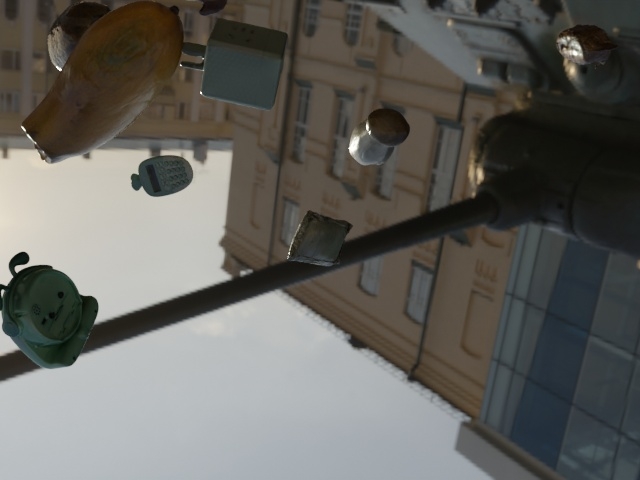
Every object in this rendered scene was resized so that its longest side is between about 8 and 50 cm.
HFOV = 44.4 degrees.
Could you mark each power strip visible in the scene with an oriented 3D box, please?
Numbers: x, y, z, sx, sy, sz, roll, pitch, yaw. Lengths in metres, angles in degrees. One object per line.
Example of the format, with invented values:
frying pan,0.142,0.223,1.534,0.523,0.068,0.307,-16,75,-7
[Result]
power strip,-0.195,-0.392,1.719,0.224,0.139,0.140,12,-142,-4

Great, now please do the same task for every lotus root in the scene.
lotus root,-0.495,-0.424,1.650,0.128,0.145,0.260,5,176,-32

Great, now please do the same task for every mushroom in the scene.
mushroom,0.147,-0.269,2.086,0.128,0.128,0.350,6,175,-8

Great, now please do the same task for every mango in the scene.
mango,-0.367,-0.266,1.342,0.144,0.359,0.187,52,-159,10

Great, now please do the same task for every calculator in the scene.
calculator,-0.369,-0.149,1.820,0.153,0.095,0.021,-11,-160,12

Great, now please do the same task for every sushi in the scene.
sushi,0.372,-0.274,1.087,0.060,0.061,0.118,-18,-143,-3

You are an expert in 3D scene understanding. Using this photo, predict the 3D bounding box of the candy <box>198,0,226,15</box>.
candy,-0.131,-0.362,0.784,0.255,0.255,0.094,2,-156,-18

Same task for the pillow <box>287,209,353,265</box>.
pillow,0.000,0.000,1.753,0.053,0.119,0.208,32,-172,28

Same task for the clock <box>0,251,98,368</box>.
clock,-0.460,0.113,1.301,0.060,0.188,0.148,-10,-133,27
